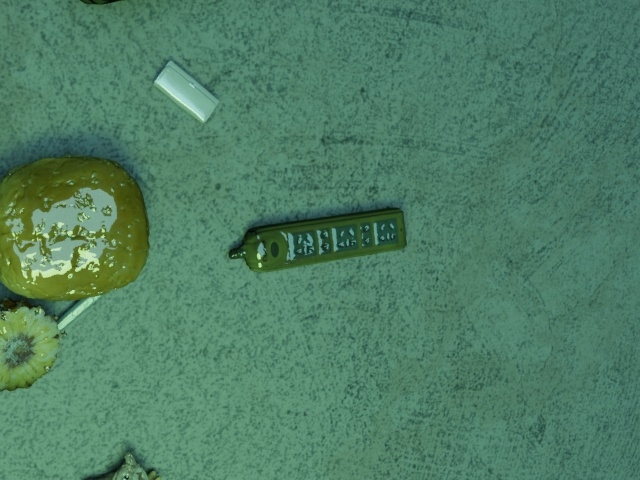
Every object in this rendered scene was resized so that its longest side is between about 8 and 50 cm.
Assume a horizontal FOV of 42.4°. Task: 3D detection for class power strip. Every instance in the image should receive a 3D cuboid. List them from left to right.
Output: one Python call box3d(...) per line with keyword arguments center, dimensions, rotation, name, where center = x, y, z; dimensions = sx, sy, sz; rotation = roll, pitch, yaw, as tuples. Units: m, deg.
box3d(center=(0.000, 0.000, 1.687), dimensions=(0.387, 0.066, 0.092), rotation=(-9, 97, -20), name="power strip")

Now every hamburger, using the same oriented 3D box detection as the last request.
box3d(center=(-0.449, -0.021, 1.467), dimensions=(0.283, 0.144, 0.260), rotation=(-13, 104, -14), name="hamburger")

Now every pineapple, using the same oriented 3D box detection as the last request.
box3d(center=(-0.562, 0.171, 1.454), dimensions=(0.176, 0.137, 0.161), rotation=(-52, 134, -16), name="pineapple")

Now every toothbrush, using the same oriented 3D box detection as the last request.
box3d(center=(-0.527, 0.196, 1.520), dimensions=(0.342, 0.030, 0.025), rotation=(-43, 112, -12), name="toothbrush")

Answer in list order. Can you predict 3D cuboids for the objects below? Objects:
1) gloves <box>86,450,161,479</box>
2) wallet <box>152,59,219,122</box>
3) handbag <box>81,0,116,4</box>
box3d(center=(-0.385, 0.481, 1.583), dimensions=(0.144, 0.094, 0.110), rotation=(-34, 96, -6), name="gloves")
box3d(center=(-0.255, -0.282, 1.573), dimensions=(0.122, 0.025, 0.061), rotation=(39, 75, -21), name="wallet")
box3d(center=(-0.250, -0.505, 1.384), dimensions=(0.327, 0.325, 0.163), rotation=(-17, 105, -19), name="handbag")
